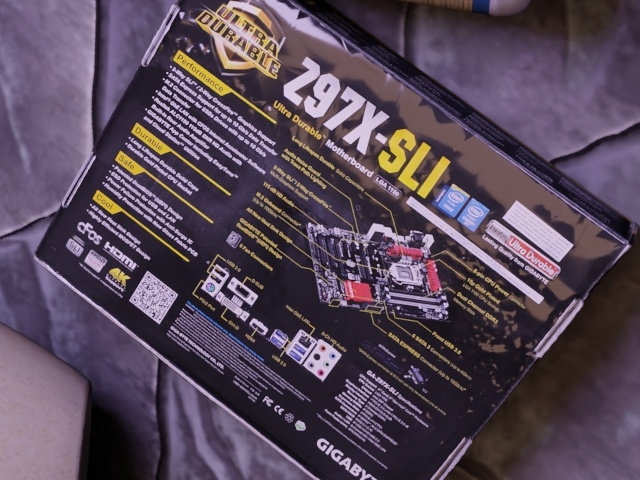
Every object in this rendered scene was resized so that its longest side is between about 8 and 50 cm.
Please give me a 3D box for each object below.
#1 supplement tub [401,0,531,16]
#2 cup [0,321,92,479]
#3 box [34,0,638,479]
[{"bbox_3d":[0.032,-0.212,0.662,0.200,0.144,0.144,11,106,7],"label":"supplement tub"},{"bbox_3d":[-0.285,0.173,0.809,0.237,0.331,0.331,5,106,-9],"label":"cup"},{"bbox_3d":[0.000,0.000,0.772,0.322,0.079,0.257,36,109,8],"label":"box"}]
